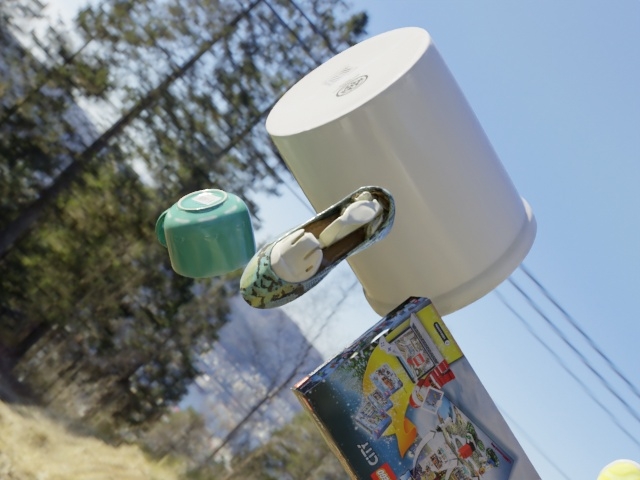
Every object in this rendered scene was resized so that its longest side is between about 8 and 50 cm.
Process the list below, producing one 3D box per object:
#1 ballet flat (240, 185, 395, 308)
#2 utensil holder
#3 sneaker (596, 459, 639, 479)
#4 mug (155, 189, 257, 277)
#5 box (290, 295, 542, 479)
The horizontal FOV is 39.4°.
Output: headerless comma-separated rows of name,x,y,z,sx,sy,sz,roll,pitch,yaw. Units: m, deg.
ballet flat,0.000,0.000,0.893,0.070,0.188,0.070,41,-27,27
utensil holder,0.134,-0.110,1.495,0.385,0.327,0.327,57,-9,-26
sneaker,0.444,0.530,1.427,0.145,0.384,0.147,11,-22,37
mug,-0.179,-0.016,1.324,0.129,0.158,0.097,-88,170,-64
box,0.099,0.195,0.892,0.233,0.159,0.044,58,-17,-9
